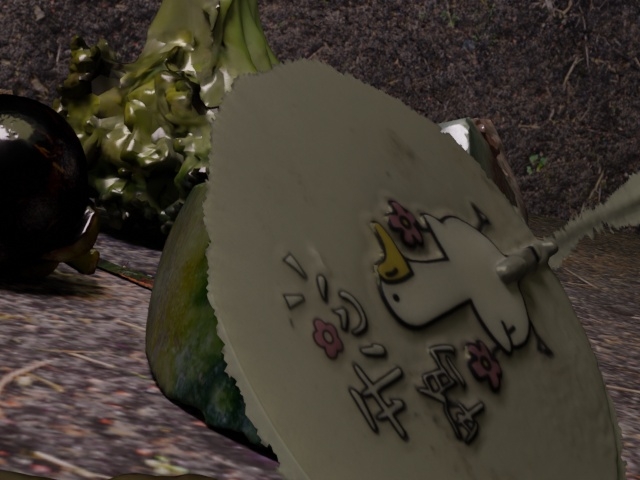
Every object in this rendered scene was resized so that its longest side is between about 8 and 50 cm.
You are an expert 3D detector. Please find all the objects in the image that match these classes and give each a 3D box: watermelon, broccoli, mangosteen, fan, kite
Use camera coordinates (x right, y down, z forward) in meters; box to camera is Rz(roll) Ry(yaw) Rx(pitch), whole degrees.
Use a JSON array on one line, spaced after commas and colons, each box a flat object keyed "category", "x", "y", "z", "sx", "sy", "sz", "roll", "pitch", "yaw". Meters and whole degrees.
[{"category": "watermelon", "x": 0.033, "y": 0.043, "z": 0.686, "sx": 0.232, "sy": 0.193, "sz": 0.310, "roll": -13, "pitch": 4, "yaw": -28}, {"category": "broccoli", "x": -0.108, "y": -0.100, "z": 1.280, "sx": 0.324, "sy": 0.272, "sz": 0.334, "roll": -34, "pitch": -14, "yaw": 36}, {"category": "mangosteen", "x": -0.210, "y": -0.027, "z": 0.897, "sx": 0.151, "sy": 0.137, "sz": 0.137, "roll": 47, "pitch": -13, "yaw": -28}, {"category": "fan", "x": 0.086, "y": 0.010, "z": 0.550, "sx": 0.012, "sy": 0.233, "sz": 0.415, "roll": -32, "pitch": -3, "yaw": 32}, {"category": "kite", "x": -0.078, "y": 0.036, "z": 1.005, "sx": 0.241, "sy": 0.014, "sz": 0.183, "roll": 11, "pitch": 5, "yaw": 4}]

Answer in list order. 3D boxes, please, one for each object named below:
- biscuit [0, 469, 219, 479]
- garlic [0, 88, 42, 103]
[{"category": "biscuit", "x": -0.083, "y": 0.099, "z": 0.296, "sx": 0.187, "sy": 0.036, "sz": 0.273, "roll": 12, "pitch": 6, "yaw": 2}, {"category": "garlic", "x": -0.370, "y": -0.126, "z": 1.518, "sx": 0.147, "sy": 0.102, "sz": 0.159, "roll": 1, "pitch": 13, "yaw": -44}]
